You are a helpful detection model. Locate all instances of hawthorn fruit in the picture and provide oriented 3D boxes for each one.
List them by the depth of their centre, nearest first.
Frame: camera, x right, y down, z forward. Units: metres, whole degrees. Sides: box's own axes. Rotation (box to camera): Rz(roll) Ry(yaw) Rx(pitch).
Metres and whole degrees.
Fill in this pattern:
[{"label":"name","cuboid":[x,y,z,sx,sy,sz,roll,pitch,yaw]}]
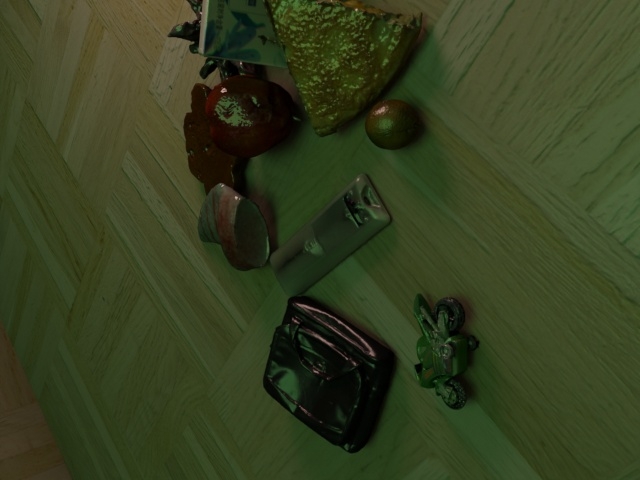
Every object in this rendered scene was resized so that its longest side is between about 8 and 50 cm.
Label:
[{"label":"hawthorn fruit","cuboid":[-0.141,-0.255,1.185,0.179,0.173,0.173,-28,75,11]}]

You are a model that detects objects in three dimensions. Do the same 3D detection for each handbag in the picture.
[{"label":"handbag","cuboid":[0.005,0.263,1.171,0.275,0.088,0.244,31,112,37]}]

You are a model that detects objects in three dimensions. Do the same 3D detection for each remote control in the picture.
[{"label":"remote control","cuboid":[0.000,0.000,1.151,0.313,0.055,0.109,-41,68,39]}]

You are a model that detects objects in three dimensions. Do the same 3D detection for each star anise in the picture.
[{"label":"star anise","cuboid":[-0.208,-0.443,1.243,0.213,0.129,0.282,15,117,29]}]

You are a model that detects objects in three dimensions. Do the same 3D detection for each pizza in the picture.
[{"label":"pizza","cuboid":[0.013,-0.359,1.007,0.280,0.075,0.287,-35,102,33]}]

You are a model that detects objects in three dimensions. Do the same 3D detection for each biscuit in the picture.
[{"label":"biscuit","cuboid":[-0.246,-0.223,1.355,0.209,0.041,0.290,-9,93,46]}]

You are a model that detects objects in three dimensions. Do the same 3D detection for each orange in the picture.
[{"label":"orange","cuboid":[0.122,-0.196,0.989,0.095,0.085,0.085,11,104,44]}]

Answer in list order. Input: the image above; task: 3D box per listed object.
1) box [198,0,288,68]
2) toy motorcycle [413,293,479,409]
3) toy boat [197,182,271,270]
[{"label":"box","cuboid":[-0.107,-0.462,1.065,0.116,0.203,0.274,-130,47,-66]},{"label":"toy motorcycle","cuboid":[0.203,0.187,0.986,0.106,0.074,0.190,3,99,52]},{"label":"toy boat","cuboid":[-0.226,-0.035,1.338,0.282,0.096,0.206,10,122,56]}]
